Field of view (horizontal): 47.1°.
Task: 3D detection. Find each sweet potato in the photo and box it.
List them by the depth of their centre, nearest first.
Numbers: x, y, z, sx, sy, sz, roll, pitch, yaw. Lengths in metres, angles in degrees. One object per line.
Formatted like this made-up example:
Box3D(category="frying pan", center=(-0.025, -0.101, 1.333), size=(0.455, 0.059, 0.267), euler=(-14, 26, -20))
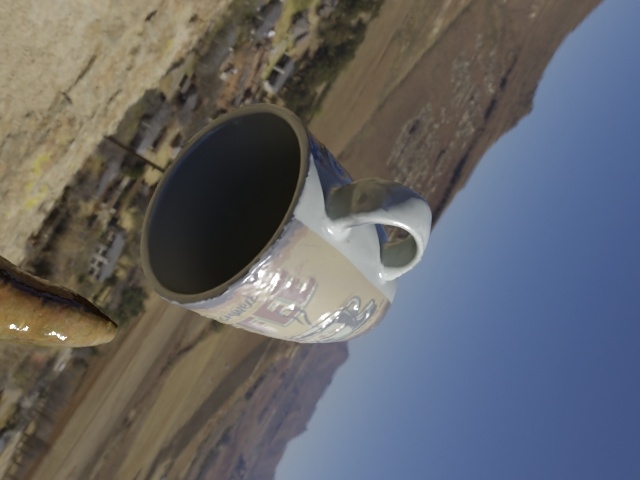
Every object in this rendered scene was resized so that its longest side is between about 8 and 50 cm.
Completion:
Box3D(category="sweet potato", center=(-0.248, 0.034, 0.502), size=(0.077, 0.244, 0.077), euler=(-28, -138, 29))

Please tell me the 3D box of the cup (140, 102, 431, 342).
Box3D(category="cup", center=(0.000, 0.000, 0.801), size=(0.257, 0.301, 0.227), euler=(32, 60, -45))
